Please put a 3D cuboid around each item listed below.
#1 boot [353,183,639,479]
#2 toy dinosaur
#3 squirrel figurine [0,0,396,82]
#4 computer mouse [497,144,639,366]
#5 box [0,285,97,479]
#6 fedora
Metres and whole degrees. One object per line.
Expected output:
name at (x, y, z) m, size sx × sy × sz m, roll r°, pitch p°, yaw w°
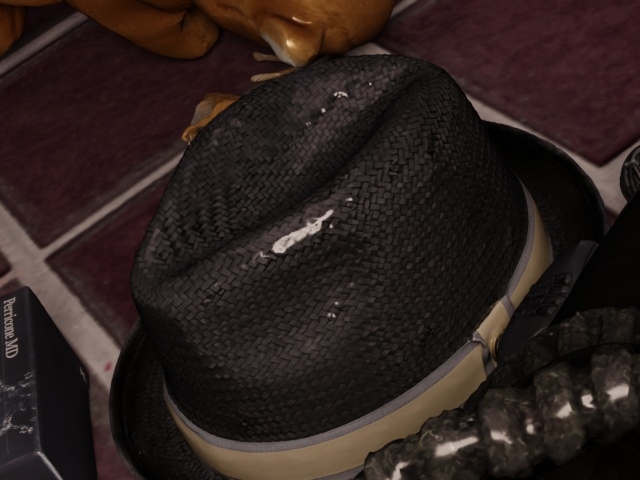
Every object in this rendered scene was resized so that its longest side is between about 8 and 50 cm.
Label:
boot at (0.140, 0.051, 0.541) m, size 0.131 × 0.260 × 0.348 m, roll 35°, pitch 84°, yaw 15°
toy dinosaur at (-0.038, -0.082, 1.000) m, size 0.211 × 0.064 × 0.112 m, roll 16°, pitch 52°, yaw 40°
squirrel figurine at (-0.123, -0.269, 1.013) m, size 0.370 × 0.397 × 0.281 m, roll 28°, pitch 74°, yaw 23°
computer mouse at (0.174, 0.010, 0.768) m, size 0.242 × 0.071 × 0.041 m, roll -50°, pitch 13°, yaw -33°
box at (-0.223, 0.132, 0.833) m, size 0.158 × 0.093 × 0.156 m, roll -23°, pitch 38°, yaw 2°
fedora at (0.000, 0.000, 0.812) m, size 0.334 × 0.152 × 0.334 m, roll -16°, pitch 39°, yaw 13°
